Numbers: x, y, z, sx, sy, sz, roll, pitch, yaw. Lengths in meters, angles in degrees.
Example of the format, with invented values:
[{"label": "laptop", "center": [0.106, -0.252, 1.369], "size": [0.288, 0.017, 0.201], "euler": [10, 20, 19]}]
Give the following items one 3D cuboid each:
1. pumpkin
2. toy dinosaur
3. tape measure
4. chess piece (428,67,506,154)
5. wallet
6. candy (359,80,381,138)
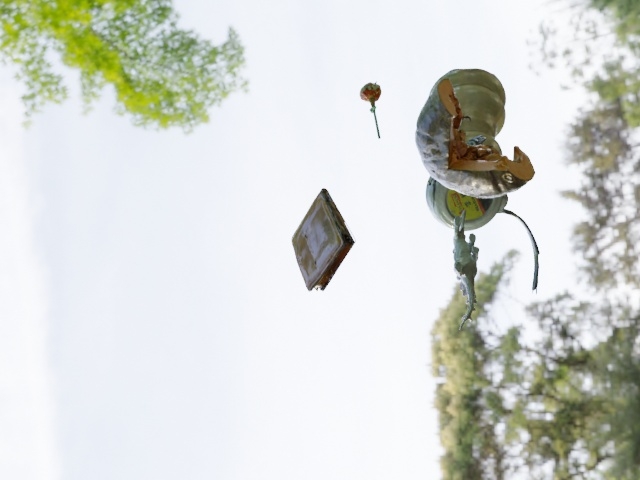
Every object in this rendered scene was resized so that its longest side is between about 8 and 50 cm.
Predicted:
[{"label": "pumpkin", "center": [0.198, -0.123, 1.216], "size": [0.183, 0.107, 0.119], "euler": [43, -151, -3]}, {"label": "toy dinosaur", "center": [0.229, 0.048, 1.383], "size": [0.082, 0.039, 0.209], "euler": [81, -169, -61]}, {"label": "tape measure", "center": [0.314, -0.027, 1.687], "size": [0.084, 0.164, 0.330], "euler": [-103, -13, -68]}, {"label": "chess piece", "center": [0.324, -0.198, 1.890], "size": [0.182, 0.182, 0.330], "euler": [42, -141, -39]}, {"label": "wallet", "center": [0.002, 0.001, 1.955], "size": [0.042, 0.161, 0.195], "euler": [16, -149, -31]}, {"label": "candy", "center": [0.128, -0.311, 2.095], "size": [0.049, 0.055, 0.185], "euler": [47, -152, -46]}]
